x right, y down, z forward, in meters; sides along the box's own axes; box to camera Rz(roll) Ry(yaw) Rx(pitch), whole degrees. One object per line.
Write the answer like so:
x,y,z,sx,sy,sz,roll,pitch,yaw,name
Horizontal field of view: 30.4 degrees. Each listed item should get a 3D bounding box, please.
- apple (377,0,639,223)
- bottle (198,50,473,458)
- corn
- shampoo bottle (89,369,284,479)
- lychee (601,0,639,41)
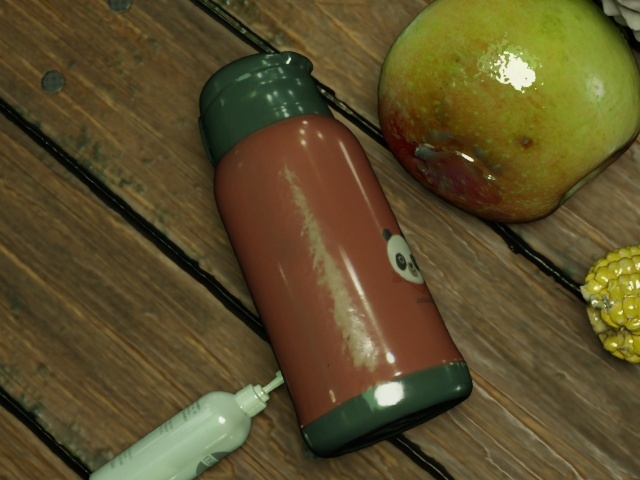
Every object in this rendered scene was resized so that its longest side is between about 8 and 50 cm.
0.155,-0.115,0.963,0.188,0.174,0.207,44,106,17,apple
0.000,0.000,0.980,0.144,0.144,0.336,-23,74,5,bottle
0.349,0.012,0.936,0.291,0.101,0.101,-24,76,2,corn
-0.105,0.168,1.007,0.195,0.056,0.056,-36,76,3,shampoo bottle
0.322,-0.325,0.858,0.380,0.380,0.432,-45,76,0,lychee
